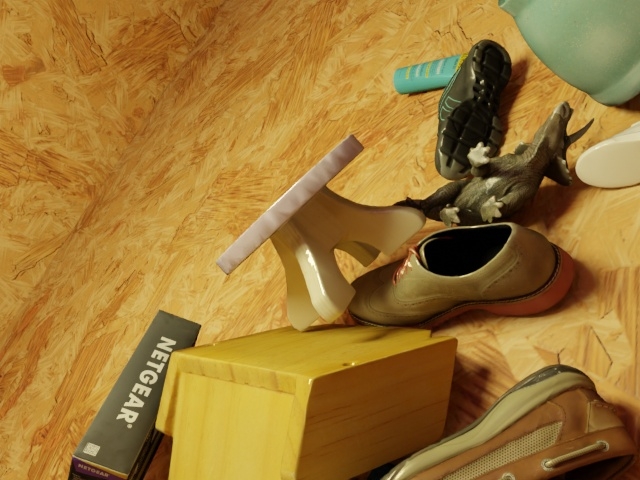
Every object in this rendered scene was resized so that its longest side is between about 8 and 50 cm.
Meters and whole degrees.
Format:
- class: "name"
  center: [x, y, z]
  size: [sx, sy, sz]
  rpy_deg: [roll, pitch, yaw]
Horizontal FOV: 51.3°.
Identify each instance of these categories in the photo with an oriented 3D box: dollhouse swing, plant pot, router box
- class: "dollhouse swing"
  center: [-0.026, 0.286, 0.855]
  size: [0.347, 0.315, 0.304]
  rpy_deg: [-7, 90, 53]
- class: "plant pot"
  center: [0.355, -0.346, 0.859]
  size: [0.293, 0.196, 0.292]
  rpy_deg: [-158, 90, -88]
- class: "router box"
  center: [-0.293, 0.297, 1.036]
  size: [0.308, 0.081, 0.242]
  rpy_deg: [-73, 4, -57]

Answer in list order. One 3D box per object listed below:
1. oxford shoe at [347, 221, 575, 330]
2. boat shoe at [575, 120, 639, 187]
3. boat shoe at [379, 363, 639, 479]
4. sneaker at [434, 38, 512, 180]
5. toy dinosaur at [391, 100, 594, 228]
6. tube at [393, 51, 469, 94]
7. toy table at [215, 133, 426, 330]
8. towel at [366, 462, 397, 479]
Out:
- class: "oxford shoe"
  center: [0.146, 0.037, 0.886]
  size: [0.348, 0.130, 0.122]
  rpy_deg: [-19, 45, 43]
- class: "boat shoe"
  center: [0.404, -0.123, 0.811]
  size: [0.184, 0.066, 0.063]
  rpy_deg: [-30, 15, 39]
- class: "boat shoe"
  center: [0.155, 0.254, 0.636]
  size: [0.324, 0.122, 0.120]
  rpy_deg: [-40, 42, 2]
- class: "sneaker"
  center: [0.240, -0.201, 1.092]
  size: [0.106, 0.101, 0.267]
  rpy_deg: [-37, 26, 62]
- class: "toy dinosaur"
  center: [0.223, -0.059, 0.917]
  size: [0.313, 0.160, 0.120]
  rpy_deg: [-38, 64, 39]
- class: "tube"
  center: [0.233, -0.315, 1.251]
  size: [0.207, 0.052, 0.080]
  rpy_deg: [-1, 65, 43]
- class: "toy table"
  center: [0.000, 0.000, 0.926]
  size: [0.274, 0.161, 0.252]
  rpy_deg: [-42, 3, 38]
- class: "towel"
  center: [0.095, 0.300, 0.766]
  size: [0.119, 0.029, 0.067]
  rpy_deg: [6, 60, 54]
